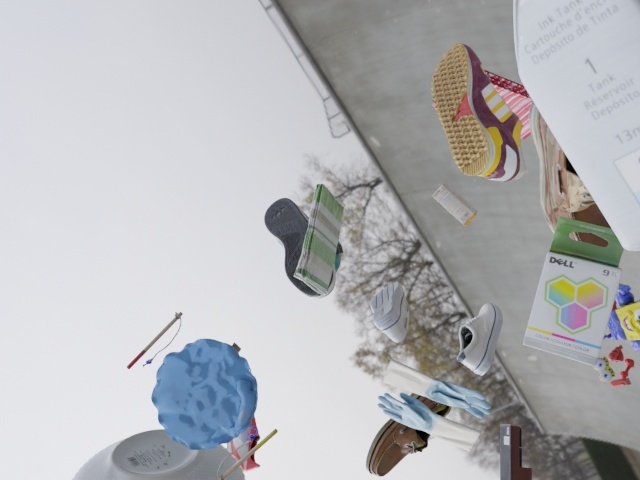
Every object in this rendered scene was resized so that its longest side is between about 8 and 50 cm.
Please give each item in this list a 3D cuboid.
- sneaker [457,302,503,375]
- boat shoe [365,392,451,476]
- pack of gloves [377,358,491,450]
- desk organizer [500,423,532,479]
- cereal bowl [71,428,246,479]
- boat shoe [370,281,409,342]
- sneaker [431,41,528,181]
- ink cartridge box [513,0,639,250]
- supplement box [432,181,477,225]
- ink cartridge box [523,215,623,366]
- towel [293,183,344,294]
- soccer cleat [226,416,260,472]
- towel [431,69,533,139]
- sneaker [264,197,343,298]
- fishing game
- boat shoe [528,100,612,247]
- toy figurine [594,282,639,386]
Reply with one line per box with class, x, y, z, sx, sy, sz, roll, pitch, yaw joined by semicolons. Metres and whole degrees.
sneaker;0.431;0.246;1.615;0.091;0.094;0.258;32;-142;-1
boat shoe;0.248;0.546;1.671;0.104;0.307;0.111;31;173;46
pack of gloves;0.243;0.345;1.281;0.046;0.232;0.195;-59;-15;-48
desk organizer;0.417;0.462;1.267;0.047;0.050;0.130;125;153;-69
cereal bowl;-0.297;0.448;1.084;0.339;0.339;0.141;-49;-36;-75
boat shoe;0.161;0.166;1.346;0.075;0.083;0.226;56;-160;-7
sneaker;0.193;-0.152;0.712;0.084;0.069;0.185;8;-116;-29
ink cartridge box;0.199;-0.222;0.467;0.385;0.091;0.308;55;-139;-4
supplement box;0.293;-0.080;1.294;0.098;0.036;0.062;44;-160;7
ink cartridge box;0.397;0.076;0.922;0.062;0.109;0.209;-4;-72;-68
towel;0.000;0.000;0.928;0.113;0.023;0.152;45;-127;-64
soccer cleat;-0.264;0.654;2.100;0.108;0.117;0.318;63;-158;-57
towel;0.429;-0.330;1.451;0.199;0.275;0.031;137;150;-72
sneaker;-0.012;0.046;1.291;0.178;0.124;0.295;43;-168;-43
fishing game;-0.191;0.253;0.993;0.264;0.189;0.041;44;-176;12
boat shoe;0.449;-0.106;1.019;0.116;0.123;0.324;-130;16;-75
toy figurine;0.780;0.166;1.474;0.191;0.217;0.362;-10;-101;-39
